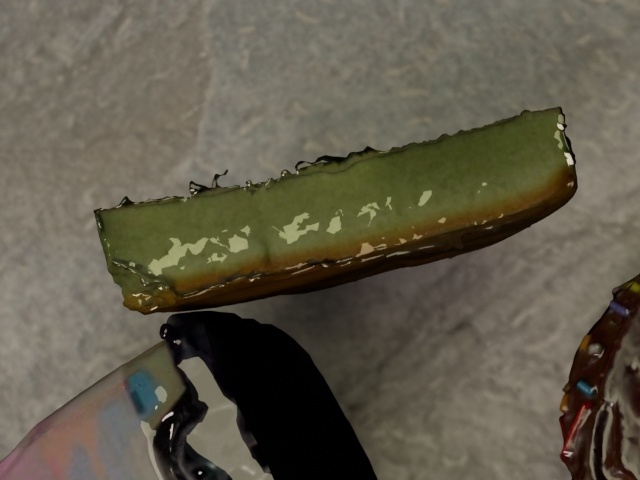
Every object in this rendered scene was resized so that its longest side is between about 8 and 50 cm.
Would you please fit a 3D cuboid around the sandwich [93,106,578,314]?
[{"bbox_3d":[0.000,0.000,0.793,0.245,0.212,0.063,-12,83,-10],"label":"sandwich"}]

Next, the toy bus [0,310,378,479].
[{"bbox_3d":[-0.019,0.240,0.704,0.162,0.171,0.386,-32,71,13],"label":"toy bus"}]

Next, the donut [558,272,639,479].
[{"bbox_3d":[0.242,0.108,0.776,0.230,0.096,0.216,-20,64,-3],"label":"donut"}]
